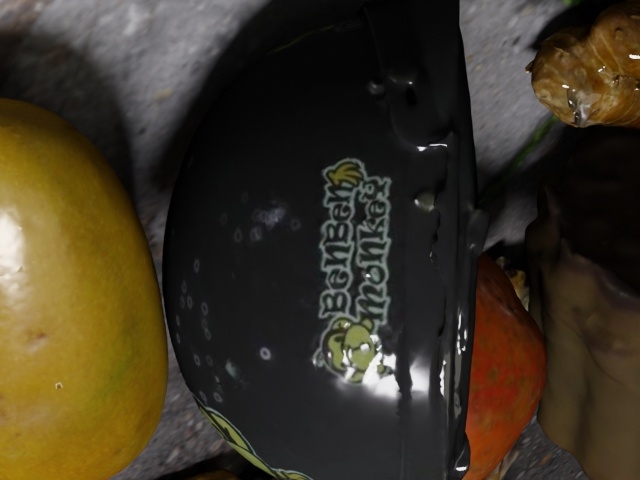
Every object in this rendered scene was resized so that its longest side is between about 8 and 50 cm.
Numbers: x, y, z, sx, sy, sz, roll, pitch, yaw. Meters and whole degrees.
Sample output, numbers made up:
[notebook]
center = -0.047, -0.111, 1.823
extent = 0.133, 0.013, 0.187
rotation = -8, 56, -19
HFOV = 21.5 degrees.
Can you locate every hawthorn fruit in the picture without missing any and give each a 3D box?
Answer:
[hawthorn fruit]
center = 0.047, 0.070, 1.048
extent = 0.189, 0.189, 0.189
rotation = -32, 152, -19

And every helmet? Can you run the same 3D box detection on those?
[helmet]
center = 0.000, 0.000, 0.849
extent = 0.160, 0.279, 0.230
rotation = -3, -176, 3

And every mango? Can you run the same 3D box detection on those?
[mango]
center = -0.143, 0.034, 0.788
extent = 0.138, 0.113, 0.253
rotation = -9, 139, -6

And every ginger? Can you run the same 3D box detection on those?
[ginger]
center = 0.199, -0.120, 1.067
extent = 0.103, 0.073, 0.162
rotation = -38, 164, 25

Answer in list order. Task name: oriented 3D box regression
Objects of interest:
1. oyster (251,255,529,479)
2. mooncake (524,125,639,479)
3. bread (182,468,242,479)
[oyster]
center = 0.083, 0.151, 1.291
extent = 0.354, 0.107, 0.201
rotation = -42, 150, 2
[mooncake]
center = 0.293, 0.033, 1.130
extent = 0.324, 0.324, 0.187
rotation = -28, 134, -24
[bread]
center = -0.132, 0.269, 1.104
extent = 0.294, 0.167, 0.132
rotation = -20, 147, -37
